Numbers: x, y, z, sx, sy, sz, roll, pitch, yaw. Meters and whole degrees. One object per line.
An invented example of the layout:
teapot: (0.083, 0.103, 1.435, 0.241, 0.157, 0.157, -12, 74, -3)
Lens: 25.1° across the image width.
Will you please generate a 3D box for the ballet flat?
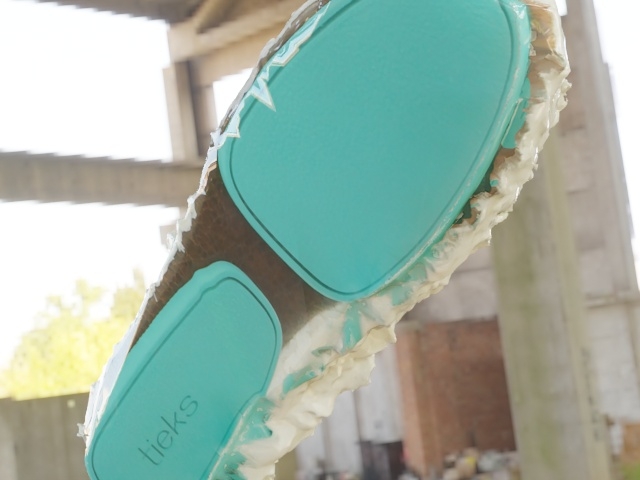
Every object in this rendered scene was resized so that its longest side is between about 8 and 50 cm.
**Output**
ballet flat: (0.000, 0.000, 0.748, 0.147, 0.147, 0.409, -2, -38, -42)
